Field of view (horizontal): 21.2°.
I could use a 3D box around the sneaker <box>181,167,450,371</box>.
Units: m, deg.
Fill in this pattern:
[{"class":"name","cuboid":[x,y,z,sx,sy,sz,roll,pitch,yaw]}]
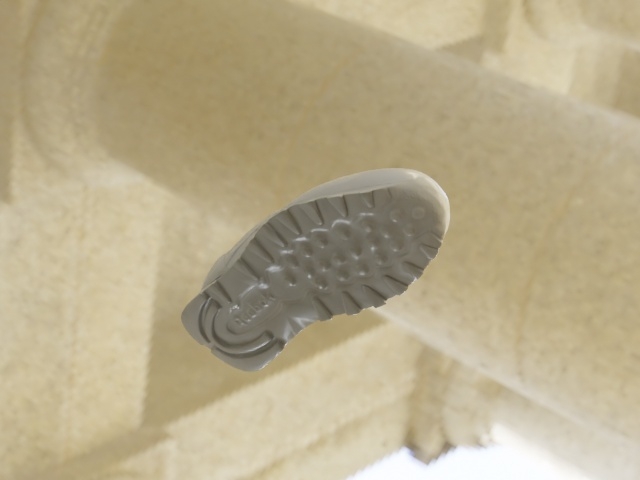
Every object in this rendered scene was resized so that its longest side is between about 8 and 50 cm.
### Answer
[{"class":"sneaker","cuboid":[0.000,0.000,1.107,0.090,0.235,0.095,48,-134,-14]}]
